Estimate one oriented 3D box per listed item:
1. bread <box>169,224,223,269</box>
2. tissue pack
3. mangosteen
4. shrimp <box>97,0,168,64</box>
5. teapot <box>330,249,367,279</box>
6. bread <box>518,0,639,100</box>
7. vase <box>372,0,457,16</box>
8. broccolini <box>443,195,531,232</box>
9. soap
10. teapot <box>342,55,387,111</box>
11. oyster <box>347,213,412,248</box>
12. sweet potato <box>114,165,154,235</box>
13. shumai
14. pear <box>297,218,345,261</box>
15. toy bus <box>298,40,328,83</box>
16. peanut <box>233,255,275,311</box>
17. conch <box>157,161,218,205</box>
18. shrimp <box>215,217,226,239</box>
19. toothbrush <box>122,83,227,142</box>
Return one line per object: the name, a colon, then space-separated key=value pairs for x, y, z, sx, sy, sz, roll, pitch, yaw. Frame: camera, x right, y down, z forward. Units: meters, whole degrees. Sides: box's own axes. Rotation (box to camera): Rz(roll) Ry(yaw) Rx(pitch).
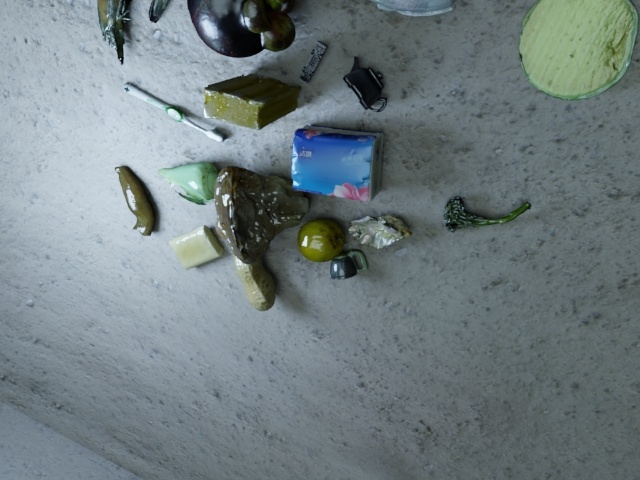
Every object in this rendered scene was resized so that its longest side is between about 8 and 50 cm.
bread: x=-0.469 y=0.026 z=2.107 sx=0.178 sy=0.060 sz=0.139 roll=-19 pitch=107 yaw=25
tissue pack: x=0.050 y=-0.246 z=1.748 sx=0.270 sy=0.137 sz=0.209 roll=12 pitch=112 yaw=20
mangosteen: x=-0.219 y=-0.675 z=1.564 sx=0.330 sy=0.330 sz=0.330 roll=8 pitch=116 yaw=16
shrimp: x=-0.599 y=-0.781 z=1.780 sx=0.272 sy=0.085 sz=0.445 roll=17 pitch=114 yaw=5
teapot: x=0.089 y=0.079 z=1.937 sx=0.092 sy=0.124 sz=0.091 roll=11 pitch=114 yaw=58
bread: x=0.673 y=-0.521 z=1.468 sx=0.301 sy=0.045 sz=0.301 roll=7 pitch=113 yaw=17
vase: x=0.148 y=-0.728 z=1.458 sx=0.445 sy=0.250 sz=0.250 roll=12 pitch=117 yaw=17
broccolini: x=0.503 y=-0.101 z=1.710 sx=0.271 sy=0.062 sz=0.123 roll=-12 pitch=124 yaw=29
soap: x=-0.200 y=-0.421 z=1.664 sx=0.199 sy=0.315 sz=0.091 roll=14 pitch=118 yaw=11
teapot: x=0.141 y=-0.467 z=1.662 sx=0.096 sy=0.087 sz=0.177 roll=-36 pitch=99 yaw=6
oyster: x=0.189 y=-0.041 z=1.849 sx=0.209 sy=0.072 sz=0.133 roll=-19 pitch=114 yaw=46
sweet potato: x=-0.702 y=-0.147 z=2.095 sx=0.112 sy=0.085 sz=0.286 roll=-14 pitch=108 yaw=29
shumai: x=-0.202 y=-0.110 z=1.896 sx=0.283 sy=0.217 sz=0.346 roll=-22 pitch=111 yaw=-18
pear: x=0.000 y=0.000 z=1.884 sx=0.162 sy=0.149 sz=0.149 roll=-6 pitch=111 yaw=26
toy bus: x=-0.021 y=-0.544 z=1.695 sx=0.037 sy=0.052 sz=0.130 roll=31 pitch=122 yaw=-2
peanut: x=-0.237 y=0.125 z=2.039 sx=0.111 sy=0.125 sz=0.274 roll=-11 pitch=103 yaw=37
conch: x=-0.453 y=-0.197 z=1.968 sx=0.251 sy=0.143 sz=0.137 roll=-8 pitch=69 yaw=34
shrimp: x=-0.290 y=-0.070 z=2.014 sx=0.223 sy=0.047 sz=0.126 roll=-14 pitch=98 yaw=25
toothbrush: x=-0.510 y=-0.440 z=1.919 sx=0.418 sy=0.040 sz=0.042 roll=27 pitch=121 yaw=6
